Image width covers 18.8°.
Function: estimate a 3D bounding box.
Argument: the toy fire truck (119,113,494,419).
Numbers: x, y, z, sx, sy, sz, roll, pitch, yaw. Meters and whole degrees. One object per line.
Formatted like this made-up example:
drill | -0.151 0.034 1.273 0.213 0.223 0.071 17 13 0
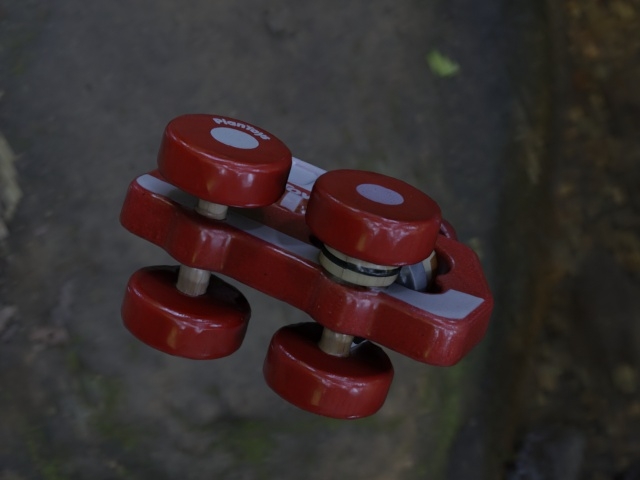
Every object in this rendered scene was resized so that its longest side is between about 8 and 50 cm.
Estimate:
toy fire truck | 0.000 0.000 1.527 0.254 0.302 0.169 -35 144 -62
